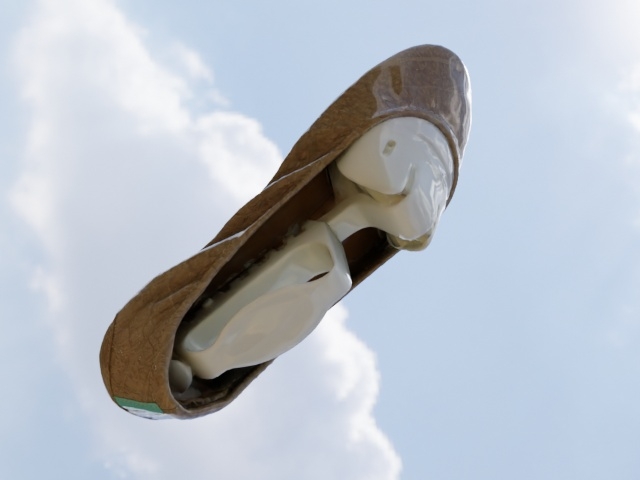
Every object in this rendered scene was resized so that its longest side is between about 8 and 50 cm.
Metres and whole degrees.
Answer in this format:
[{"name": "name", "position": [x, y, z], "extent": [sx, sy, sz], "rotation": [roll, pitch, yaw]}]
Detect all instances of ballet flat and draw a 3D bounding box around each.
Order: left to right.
[{"name": "ballet flat", "position": [0.000, 0.000, 0.967], "extent": [0.116, 0.342, 0.124], "rotation": [56, -15, -25]}]
